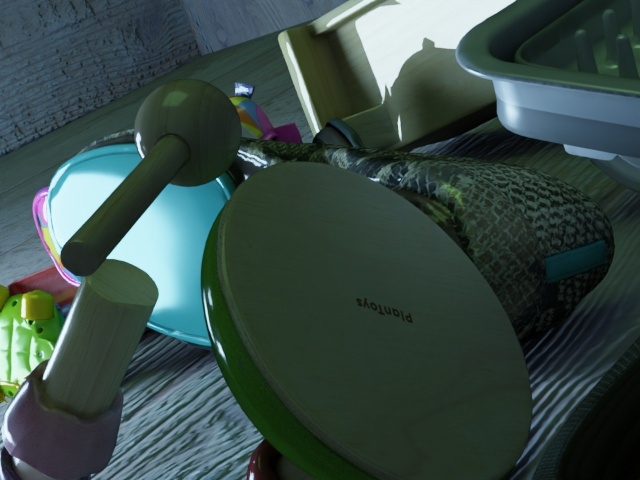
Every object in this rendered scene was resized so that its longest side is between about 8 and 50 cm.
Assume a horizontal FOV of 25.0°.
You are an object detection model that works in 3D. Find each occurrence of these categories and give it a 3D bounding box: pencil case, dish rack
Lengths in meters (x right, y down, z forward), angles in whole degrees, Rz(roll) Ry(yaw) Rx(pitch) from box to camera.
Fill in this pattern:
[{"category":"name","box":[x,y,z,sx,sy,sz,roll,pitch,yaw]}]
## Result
[{"category":"pencil case","box":[-0.133,-0.048,1.260,0.236,0.104,0.104,-32,16,-32]},{"category":"dish rack","box":[0.262,-0.112,0.713,0.285,0.072,0.333,16,39,43]}]

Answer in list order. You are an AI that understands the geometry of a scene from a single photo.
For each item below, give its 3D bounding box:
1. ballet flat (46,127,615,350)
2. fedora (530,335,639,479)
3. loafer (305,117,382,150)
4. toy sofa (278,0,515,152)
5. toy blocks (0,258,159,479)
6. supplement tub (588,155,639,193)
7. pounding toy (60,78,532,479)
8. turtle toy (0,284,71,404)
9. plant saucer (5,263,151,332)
[{"category":"ballet flat","box":[0.000,0.000,0.980,0.182,0.164,0.483,-12,12,-36]},{"category":"fedora","box":[0.192,0.044,0.422,0.275,0.124,0.244,-40,0,-32]},{"category":"loafer","box":[0.014,-0.040,1.215,0.084,0.096,0.267,-29,15,-5]},{"category":"toy sofa","box":[0.147,-0.194,1.305,0.177,0.150,0.362,-20,-2,-41]},{"category":"toy blocks","box":[-0.286,0.113,0.738,0.260,0.309,0.288,-63,0,31]},{"category":"supplement tub","box":[0.299,-0.158,0.994,0.272,0.191,0.191,-32,16,-35]},{"category":"pounding toy","box":[-0.021,0.050,0.695,0.110,0.237,0.183,-45,14,35]},{"category":"turtle toy","box":[-0.208,0.083,1.100,0.130,0.095,0.066,6,4,35]},{"category":"plant saucer","box":[-0.154,0.033,1.285,0.258,0.047,0.259,-23,14,-6]}]
